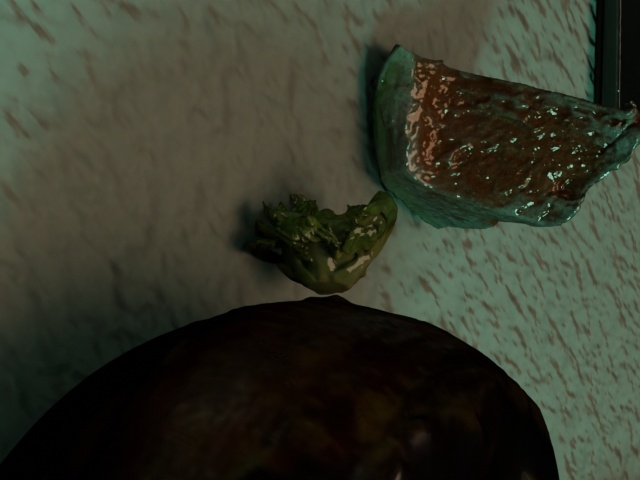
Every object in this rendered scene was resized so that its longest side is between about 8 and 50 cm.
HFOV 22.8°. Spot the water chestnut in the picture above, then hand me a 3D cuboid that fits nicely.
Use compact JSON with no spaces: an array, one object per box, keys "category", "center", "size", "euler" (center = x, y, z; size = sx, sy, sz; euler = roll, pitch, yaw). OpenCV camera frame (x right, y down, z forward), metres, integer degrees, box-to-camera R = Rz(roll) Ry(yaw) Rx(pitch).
[{"category":"water chestnut","center":[0.004,0.194,0.726],"size":[0.350,0.302,0.350],"euler":[-19,113,-56]}]

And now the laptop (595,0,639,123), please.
[{"category":"laptop","center":[0.254,-0.182,1.226],"size":[0.154,0.026,0.207],"euler":[-22,116,-50]}]

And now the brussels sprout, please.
[{"category":"brussels sprout","center":[0.000,0.000,0.875],"size":[0.085,0.085,0.058],"euler":[17,77,-55]}]

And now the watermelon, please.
[{"category":"watermelon","center":[0.111,-0.051,0.975],"size":[0.121,0.158,0.098],"euler":[30,71,-82]}]
